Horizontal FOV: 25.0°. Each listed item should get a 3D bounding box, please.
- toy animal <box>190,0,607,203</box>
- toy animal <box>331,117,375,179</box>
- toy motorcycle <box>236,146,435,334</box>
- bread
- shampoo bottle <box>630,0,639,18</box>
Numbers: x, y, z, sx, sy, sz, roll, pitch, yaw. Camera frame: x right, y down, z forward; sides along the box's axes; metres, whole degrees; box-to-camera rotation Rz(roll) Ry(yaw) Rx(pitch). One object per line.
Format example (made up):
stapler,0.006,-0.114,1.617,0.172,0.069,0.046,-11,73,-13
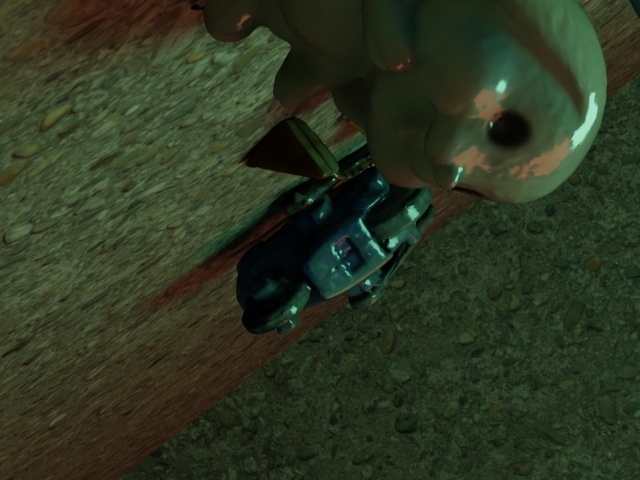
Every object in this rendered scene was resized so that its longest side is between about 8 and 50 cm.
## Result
toy animal,0.063,-0.151,1.019,0.174,0.289,0.249,-34,-168,-33
toy animal,0.108,-0.128,1.778,0.255,0.116,0.114,-33,170,-22
toy motorcycle,0.014,0.019,1.977,0.319,0.182,0.241,-37,172,-9
bread,-0.032,-0.103,1.574,0.109,0.062,0.043,8,-165,30
shampoo bottle,0.541,-0.361,1.527,0.343,0.331,0.331,-32,171,-33
